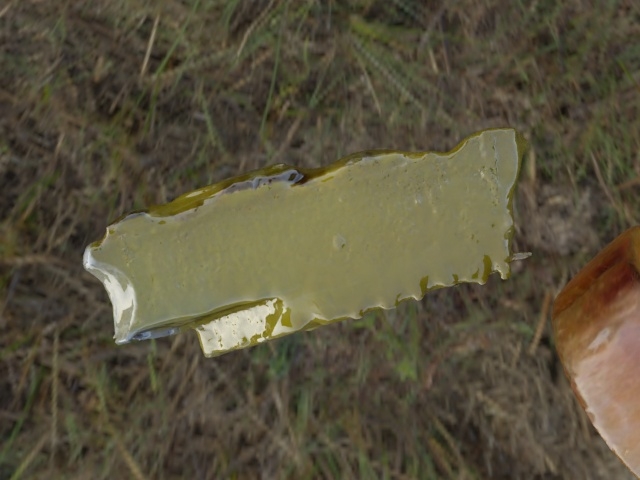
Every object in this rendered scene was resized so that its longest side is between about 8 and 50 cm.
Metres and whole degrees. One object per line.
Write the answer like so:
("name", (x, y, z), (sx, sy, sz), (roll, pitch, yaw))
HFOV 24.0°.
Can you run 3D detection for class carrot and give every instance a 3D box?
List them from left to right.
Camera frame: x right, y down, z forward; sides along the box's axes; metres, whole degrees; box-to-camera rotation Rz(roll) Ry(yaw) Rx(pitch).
("carrot", (0.319, 0.119, 1.328), (0.100, 0.258, 0.307), (-34, 151, 25))

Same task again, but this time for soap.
("soap", (0.000, 0.000, 1.428), (0.338, 0.304, 0.169), (-19, 86, 36))
